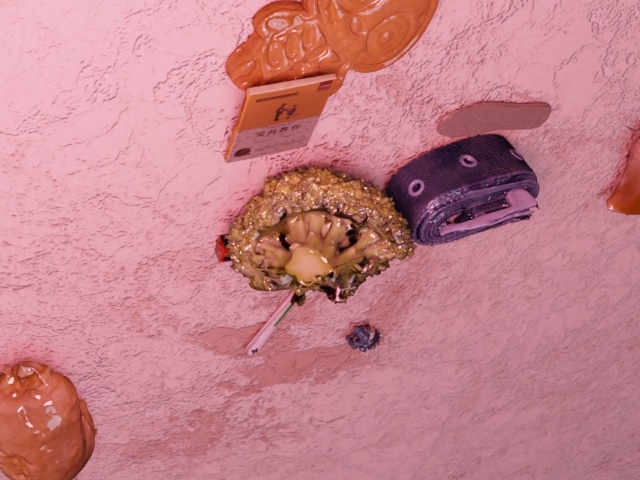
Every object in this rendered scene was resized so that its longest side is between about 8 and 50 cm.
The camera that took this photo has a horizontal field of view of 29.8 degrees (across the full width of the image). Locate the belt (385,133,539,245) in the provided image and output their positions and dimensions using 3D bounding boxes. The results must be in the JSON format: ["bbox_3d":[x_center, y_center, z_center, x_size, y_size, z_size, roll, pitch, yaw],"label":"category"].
[{"bbox_3d":[0.215,-0.064,1.749,0.218,0.128,0.122,-17,141,-18],"label":"belt"}]

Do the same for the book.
[{"bbox_3d":[-0.053,-0.153,1.527,0.118,0.012,0.172,-14,159,-20],"label":"book"}]

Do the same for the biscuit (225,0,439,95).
[{"bbox_3d":[0.020,-0.260,1.473,0.289,0.044,0.202,-33,143,2],"label":"biscuit"}]

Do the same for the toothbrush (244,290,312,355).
[{"bbox_3d":[-0.026,0.079,1.844,0.030,0.030,0.304,14,126,-42],"label":"toothbrush"}]

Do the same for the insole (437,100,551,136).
[{"bbox_3d":[0.253,-0.177,1.741,0.192,0.010,0.063,-7,139,-27],"label":"insole"}]

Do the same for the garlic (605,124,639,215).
[{"bbox_3d":[0.532,-0.121,1.930,0.128,0.090,0.198,-9,145,-6],"label":"garlic"}]

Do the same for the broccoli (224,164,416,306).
[{"bbox_3d":[0.002,-0.001,1.630,0.176,0.226,0.198,-31,143,-45],"label":"broccoli"}]

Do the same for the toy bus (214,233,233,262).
[{"bbox_3d":[-0.095,0.008,1.716,0.110,0.031,0.043,-4,139,-27],"label":"toy bus"}]

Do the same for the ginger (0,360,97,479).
[{"bbox_3d":[-0.407,0.273,1.740,0.138,0.152,0.267,3,147,7],"label":"ginger"}]

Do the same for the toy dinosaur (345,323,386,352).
[{"bbox_3d":[0.075,0.160,2.001,0.047,0.030,0.083,-44,141,18],"label":"toy dinosaur"}]
